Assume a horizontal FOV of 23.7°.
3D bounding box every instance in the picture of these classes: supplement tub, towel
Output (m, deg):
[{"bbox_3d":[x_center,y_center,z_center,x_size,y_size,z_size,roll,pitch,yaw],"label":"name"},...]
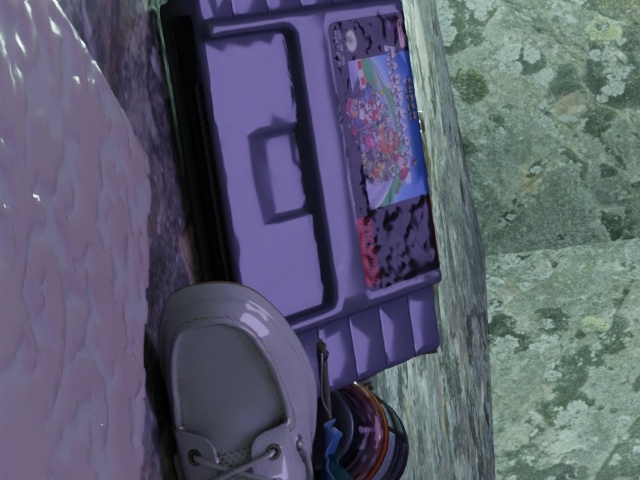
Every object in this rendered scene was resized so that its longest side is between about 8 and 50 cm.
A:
[{"bbox_3d":[0.012,0.171,1.312,0.198,0.106,0.106,48,37,-72],"label":"supplement tub"},{"bbox_3d":[-0.147,0.029,0.684,0.317,0.053,0.332,65,21,-62],"label":"towel"}]

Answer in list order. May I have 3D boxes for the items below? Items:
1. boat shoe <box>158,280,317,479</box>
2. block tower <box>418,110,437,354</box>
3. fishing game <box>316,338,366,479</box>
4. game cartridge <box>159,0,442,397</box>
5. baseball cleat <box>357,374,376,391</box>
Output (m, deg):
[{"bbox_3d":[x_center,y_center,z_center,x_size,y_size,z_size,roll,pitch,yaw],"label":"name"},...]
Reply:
[{"bbox_3d":[-0.047,0.153,1.017,0.096,0.098,0.277,-85,165,-52],"label":"boat shoe"},{"bbox_3d":[0.094,-0.017,1.920,0.091,0.097,0.335,71,15,-52],"label":"block tower"},{"bbox_3d":[0.024,0.218,1.080,0.189,0.041,0.264,84,-1,-45],"label":"fishing game"},{"bbox_3d":[-0.006,-0.060,1.197,0.230,0.068,0.355,-16,101,-42],"label":"game cartridge"},{"bbox_3d":[0.007,0.092,1.437,0.109,0.072,0.206,61,-11,14],"label":"baseball cleat"}]
